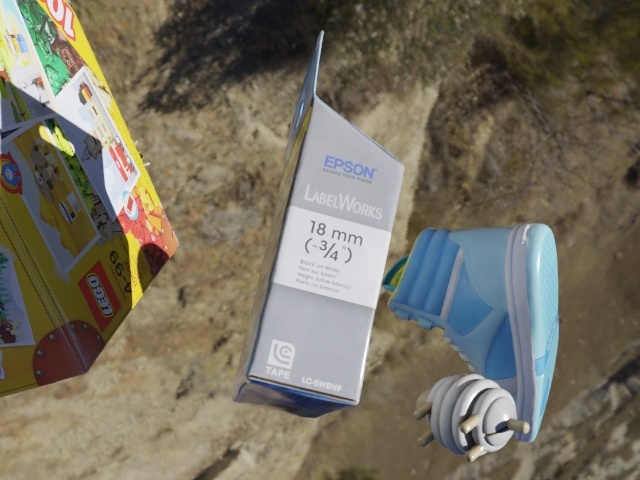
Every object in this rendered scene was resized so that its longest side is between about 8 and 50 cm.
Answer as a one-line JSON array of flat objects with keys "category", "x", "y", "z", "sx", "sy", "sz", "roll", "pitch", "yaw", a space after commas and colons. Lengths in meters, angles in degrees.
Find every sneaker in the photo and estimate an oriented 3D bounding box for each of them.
[{"category": "sneaker", "x": 0.185, "y": 0.109, "z": 1.099, "sx": 0.127, "sy": 0.208, "sz": 0.319, "roll": -54, "pitch": 143, "yaw": -50}]

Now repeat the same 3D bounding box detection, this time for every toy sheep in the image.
[{"category": "toy sheep", "x": 0.151, "y": 0.177, "z": 0.884, "sx": 0.091, "sy": 0.132, "sz": 0.091, "roll": -11, "pitch": 106, "yaw": -43}]

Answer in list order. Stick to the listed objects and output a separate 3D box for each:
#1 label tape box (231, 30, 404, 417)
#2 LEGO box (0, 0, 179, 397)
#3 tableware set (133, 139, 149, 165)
[{"category": "label tape box", "x": 0.000, "y": 0.000, "z": 0.888, "sx": 0.105, "sy": 0.334, "sz": 0.240, "roll": 14, "pitch": 164, "yaw": -6}, {"category": "LEGO box", "x": -0.401, "y": -0.119, "z": 1.067, "sx": 0.193, "sy": 0.500, "sz": 0.372, "roll": -17, "pitch": -160, "yaw": 14}, {"category": "tableware set", "x": -0.346, "y": -0.143, "z": 1.416, "sx": 0.104, "sy": 0.154, "sz": 0.024, "roll": -17, "pitch": 120, "yaw": -24}]
